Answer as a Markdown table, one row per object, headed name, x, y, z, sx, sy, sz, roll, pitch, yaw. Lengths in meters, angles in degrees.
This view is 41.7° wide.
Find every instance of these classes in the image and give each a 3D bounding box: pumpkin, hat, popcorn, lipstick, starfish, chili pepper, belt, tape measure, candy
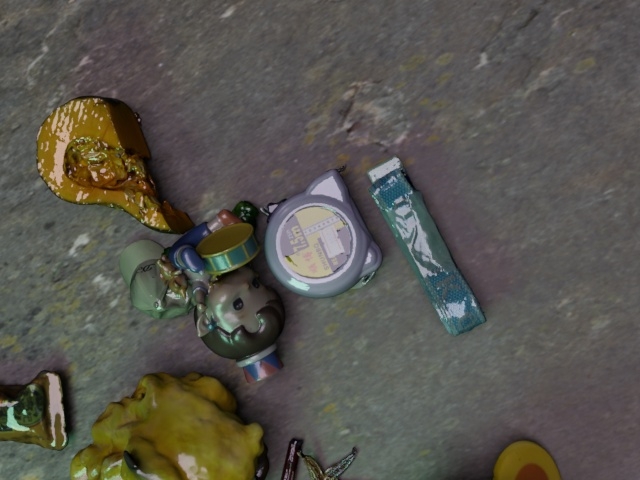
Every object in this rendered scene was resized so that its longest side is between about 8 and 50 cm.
| name | x | y | z | sx | sy | sz | roll | pitch | yaw |
| --- | --- | --- | --- | --- | --- | --- | --- | --- | --- |
| pumpkin | -0.328 | -0.135 | 1.416 | 0.281 | 0.139 | 0.190 | 19 | 93 | 10 |
| hat | -0.278 | 0.066 | 1.436 | 0.122 | 0.081 | 0.166 | -40 | 72 | 6 |
| popcorn | -0.240 | 0.365 | 1.330 | 0.297 | 0.281 | 0.315 | 37 | 84 | 27 |
| lipstick | -0.059 | 0.417 | 1.403 | 0.027 | 0.027 | 0.176 | 12 | 91 | 12 |
| starfish | 0.009 | 0.390 | 1.383 | 0.130 | 0.041 | 0.133 | 44 | 70 | 6 |
| chili pepper | -0.178 | 0.003 | 1.417 | 0.182 | 0.050 | 0.073 | -31 | 91 | 1 |
| belt | 0.166 | 0.008 | 1.333 | 0.072 | 0.087 | 0.302 | -30 | 83 | 13 |
| tape measure | -0.004 | -0.001 | 1.367 | 0.179 | 0.105 | 0.196 | -22 | 86 | 3 |
| candy | -0.575 | 0.299 | 1.479 | 0.272 | 0.101 | 0.143 | -1 | 95 | 6 |

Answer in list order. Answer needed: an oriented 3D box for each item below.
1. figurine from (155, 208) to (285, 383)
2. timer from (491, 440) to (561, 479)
| name | x | y | z | sx | sy | sz | roll | pitch | yaw |
| --- | --- | --- | --- | --- | --- | --- | --- | --- | --- |
| figurine | -0.135 | 0.097 | 1.343 | 0.158 | 0.161 | 0.275 | -2 | 125 | 35 |
| timer | 0.254 | 0.507 | 1.203 | 0.387 | 0.376 | 0.375 | -11 | 85 | -32 |
